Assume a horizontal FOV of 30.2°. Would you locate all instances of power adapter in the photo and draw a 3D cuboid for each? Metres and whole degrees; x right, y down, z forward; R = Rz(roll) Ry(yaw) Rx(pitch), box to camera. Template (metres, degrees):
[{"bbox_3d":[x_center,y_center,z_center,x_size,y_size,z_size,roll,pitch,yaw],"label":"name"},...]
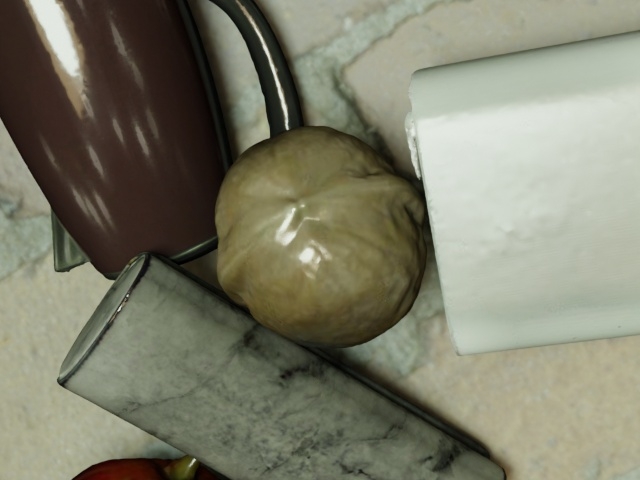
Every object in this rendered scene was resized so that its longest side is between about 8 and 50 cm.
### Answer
[{"bbox_3d":[0.196,-0.037,0.747,0.255,0.124,0.187,-9,99,13],"label":"power adapter"}]

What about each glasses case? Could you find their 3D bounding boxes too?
[{"bbox_3d":[-0.023,0.127,0.804,0.299,0.060,0.114,33,106,-16],"label":"glasses case"}]

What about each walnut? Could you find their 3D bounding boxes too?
[{"bbox_3d":[0.001,0.000,0.754,0.140,0.162,0.140,-1,71,4],"label":"walnut"}]

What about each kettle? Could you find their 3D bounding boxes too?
[{"bbox_3d":[-0.123,-0.098,0.815,0.202,0.144,0.232,-25,105,-13],"label":"kettle"}]

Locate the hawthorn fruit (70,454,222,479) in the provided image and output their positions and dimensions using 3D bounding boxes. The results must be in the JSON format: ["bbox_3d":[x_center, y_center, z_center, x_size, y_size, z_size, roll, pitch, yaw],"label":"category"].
[{"bbox_3d":[-0.126,0.258,0.837,0.224,0.224,0.261,11,82,11],"label":"hawthorn fruit"}]
